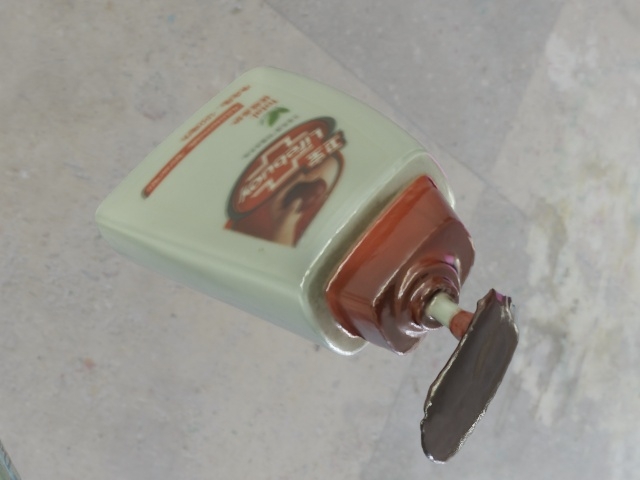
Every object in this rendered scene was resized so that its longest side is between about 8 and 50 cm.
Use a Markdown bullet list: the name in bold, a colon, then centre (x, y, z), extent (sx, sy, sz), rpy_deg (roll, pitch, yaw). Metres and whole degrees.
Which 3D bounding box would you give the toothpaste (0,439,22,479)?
- **toothpaste**: centre (-0.256, 0.122, 0.714), extent (0.041, 0.064, 0.218), rpy_deg (-16, 122, -6)

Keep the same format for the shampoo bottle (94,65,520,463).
- **shampoo bottle**: centre (0.000, 0.000, 0.509), extent (0.153, 0.284, 0.071), rpy_deg (-42, 126, -10)
